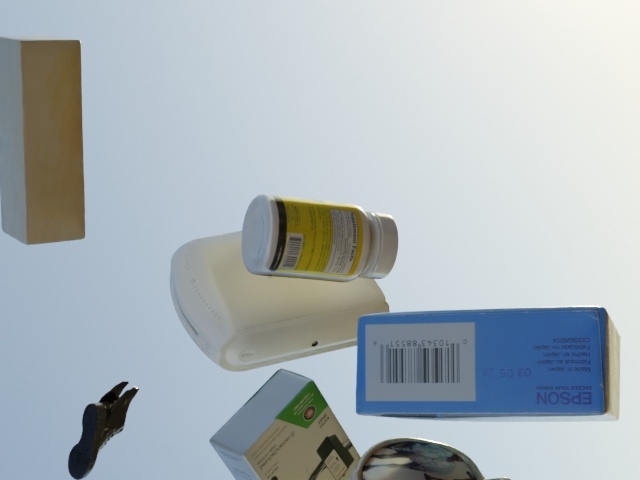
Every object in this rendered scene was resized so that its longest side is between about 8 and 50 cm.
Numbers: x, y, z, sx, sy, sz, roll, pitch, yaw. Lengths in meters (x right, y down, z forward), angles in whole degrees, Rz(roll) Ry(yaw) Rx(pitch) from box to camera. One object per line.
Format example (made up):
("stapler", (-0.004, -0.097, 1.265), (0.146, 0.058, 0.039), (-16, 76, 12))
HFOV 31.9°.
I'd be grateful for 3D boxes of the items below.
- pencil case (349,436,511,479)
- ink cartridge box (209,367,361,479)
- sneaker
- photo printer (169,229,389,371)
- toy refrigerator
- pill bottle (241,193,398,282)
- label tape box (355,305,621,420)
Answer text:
("pencil case", (0.101, 0.428, 1.361), (0.160, 0.183, 0.410), (-72, -8, -52))
("ink cartridge box", (-0.036, 0.311, 1.583), (0.153, 0.087, 0.208), (-45, -58, -26))
("sneaker", (-0.371, 0.326, 1.921), (0.089, 0.051, 0.170), (-3, -66, -59))
("photo printer", (-0.079, 0.083, 1.793), (0.256, 0.307, 0.107), (-123, 32, -45))
("toy refrigerator", (-0.375, -0.138, 1.516), (0.094, 0.102, 0.269), (-7, -75, -34))
("pill bottle", (0.000, 0.000, 1.635), (0.208, 0.119, 0.119), (6, -106, -24))
("label tape box", (0.198, 0.142, 1.206), (0.334, 0.241, 0.106), (29, -120, -69))
